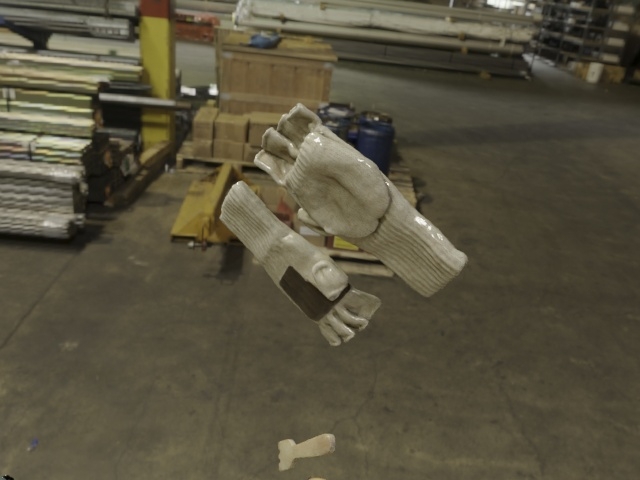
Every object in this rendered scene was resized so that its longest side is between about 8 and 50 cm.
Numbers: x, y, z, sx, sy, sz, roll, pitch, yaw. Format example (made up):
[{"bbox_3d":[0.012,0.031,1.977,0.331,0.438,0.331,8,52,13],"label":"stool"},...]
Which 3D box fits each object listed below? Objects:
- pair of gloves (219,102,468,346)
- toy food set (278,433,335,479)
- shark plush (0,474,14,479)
[{"bbox_3d":[0.000,0.000,0.558,0.204,0.240,0.042,46,55,-2],"label":"pair of gloves"},{"bbox_3d":[0.001,0.264,0.497,0.038,0.132,0.192,11,63,-24],"label":"toy food set"},{"bbox_3d":[-0.178,0.182,0.385,0.073,0.067,0.161,-34,61,-26],"label":"shark plush"}]
